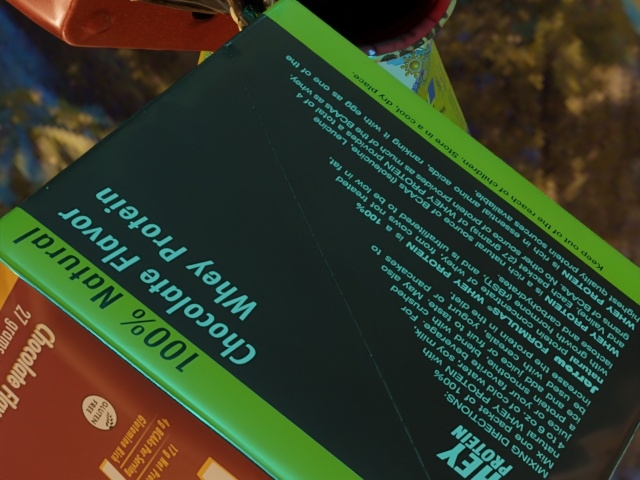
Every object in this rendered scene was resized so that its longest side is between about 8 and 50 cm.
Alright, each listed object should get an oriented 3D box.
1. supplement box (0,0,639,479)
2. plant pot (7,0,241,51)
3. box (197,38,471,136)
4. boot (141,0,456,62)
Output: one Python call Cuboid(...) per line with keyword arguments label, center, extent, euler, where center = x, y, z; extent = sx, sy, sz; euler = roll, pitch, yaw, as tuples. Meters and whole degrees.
Cuboid(label="supplement box", center=(-0.009, 0.053, 0.591), extent=(0.129, 0.191, 0.194), euler=(-55, -5, 39))
Cuboid(label="plant pot", center=(-0.093, -0.259, 1.067), extent=(0.267, 0.236, 0.267), euler=(-2, -43, -35))
Cuboid(label="box", center=(0.000, 0.000, 1.410), extent=(0.290, 0.177, 0.279), euler=(51, -130, -70))
Cuboid(label="boot", center=(-0.058, -0.144, 0.851), extent=(0.236, 0.178, 0.085), euler=(3, -71, -13))
